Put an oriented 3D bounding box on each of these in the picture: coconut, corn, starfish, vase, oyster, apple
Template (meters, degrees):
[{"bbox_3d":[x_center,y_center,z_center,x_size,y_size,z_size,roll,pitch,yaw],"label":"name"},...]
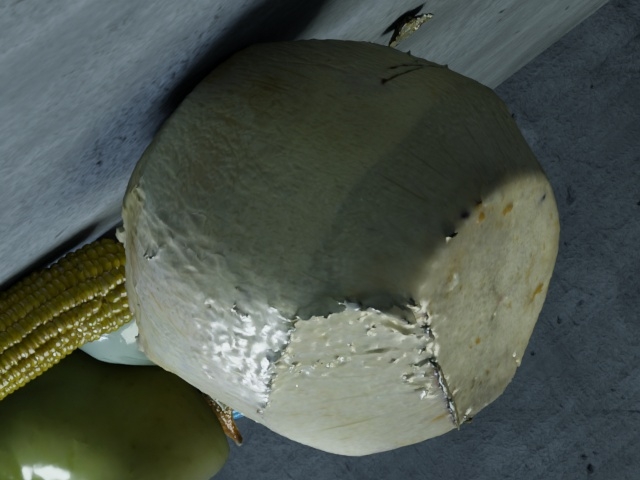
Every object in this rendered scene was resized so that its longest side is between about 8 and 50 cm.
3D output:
[{"bbox_3d":[0.000,0.000,1.176,0.346,0.360,0.346,-33,135,-41],"label":"coconut"},{"bbox_3d":[-0.303,0.097,1.366,0.291,0.101,0.101,-34,176,-22],"label":"corn"},{"bbox_3d":[-0.106,0.180,1.774,0.138,0.247,0.050,0,-132,25],"label":"starfish"},{"bbox_3d":[-0.204,0.088,1.578,0.128,0.128,0.248,-38,157,6],"label":"vase"},{"bbox_3d":[0.105,-0.254,1.612,0.054,0.019,0.083,-42,173,38],"label":"oyster"},{"bbox_3d":[-0.306,0.252,1.692,0.312,0.320,0.360,-52,-178,9],"label":"apple"}]

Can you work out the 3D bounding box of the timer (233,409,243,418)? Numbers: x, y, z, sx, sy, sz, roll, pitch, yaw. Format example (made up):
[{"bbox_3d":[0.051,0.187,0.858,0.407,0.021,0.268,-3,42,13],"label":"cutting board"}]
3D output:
[{"bbox_3d":[-0.155,0.135,2.161,0.309,0.115,0.340,-39,135,11],"label":"timer"}]

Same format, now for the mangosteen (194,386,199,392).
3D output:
[{"bbox_3d":[-0.165,0.114,1.909,0.243,0.243,0.243,-38,177,-2],"label":"mangosteen"}]
